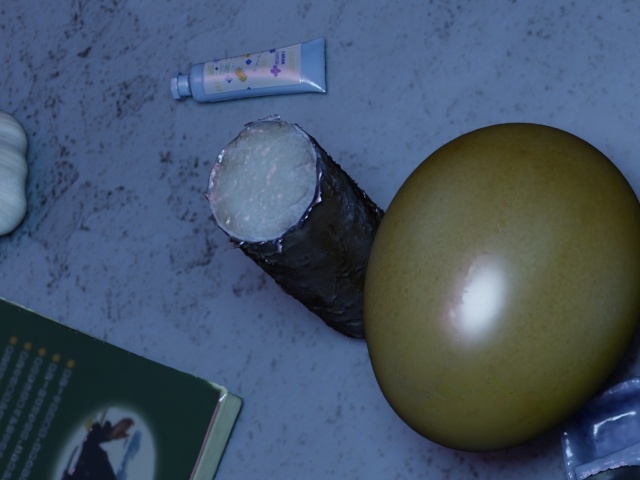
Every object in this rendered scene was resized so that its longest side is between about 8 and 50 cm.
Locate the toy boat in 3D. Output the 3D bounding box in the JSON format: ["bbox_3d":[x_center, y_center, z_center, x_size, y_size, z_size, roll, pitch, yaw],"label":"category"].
[{"bbox_3d":[0.303,0.266,1.677,0.127,0.078,0.283,-22,67,14],"label":"toy boat"}]

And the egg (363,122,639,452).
[{"bbox_3d":[0.164,0.042,1.695,0.250,0.250,0.322,14,57,26],"label":"egg"}]

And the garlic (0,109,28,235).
[{"bbox_3d":[-0.423,-0.088,2.009,0.199,0.226,0.199,-7,67,17],"label":"garlic"}]

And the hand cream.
[{"bbox_3d":[-0.076,-0.175,1.992,0.171,0.043,0.065,-7,71,18],"label":"hand cream"}]

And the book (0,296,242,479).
[{"bbox_3d":[-0.283,0.217,1.959,0.371,0.043,0.260,20,85,28],"label":"book"}]

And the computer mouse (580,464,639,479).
[{"bbox_3d":[0.222,0.318,1.621,0.295,0.087,0.168,-55,54,36],"label":"computer mouse"}]

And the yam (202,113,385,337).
[{"bbox_3d":[-0.001,-0.001,1.773,0.131,0.279,0.131,-11,62,21],"label":"yam"}]
